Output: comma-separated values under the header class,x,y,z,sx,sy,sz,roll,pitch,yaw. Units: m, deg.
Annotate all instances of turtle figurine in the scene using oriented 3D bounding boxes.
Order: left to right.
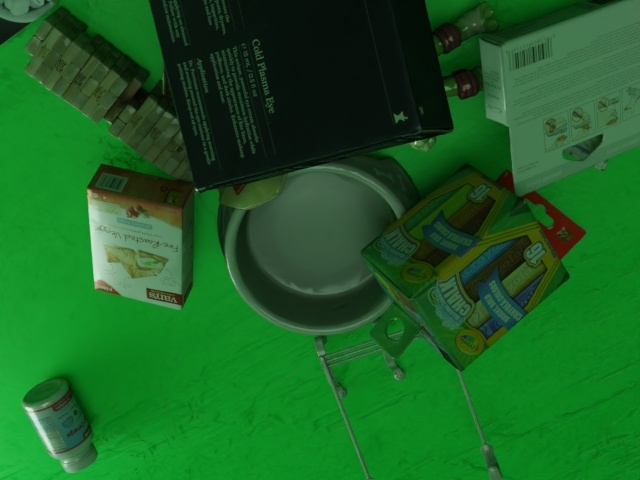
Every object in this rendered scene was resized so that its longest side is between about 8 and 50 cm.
class,x,y,z,sx,sy,sz,roll,pitch,yaw
turtle figurine,0.151,-0.244,1.540,0.266,0.198,0.275,-23,154,-7

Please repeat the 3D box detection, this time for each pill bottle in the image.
class,x,y,z,sx,sy,sz,roll,pitch,yaw
pill bottle,-0.461,0.333,1.892,0.087,0.087,0.160,-18,113,9

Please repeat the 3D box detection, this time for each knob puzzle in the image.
class,x,y,z,sx,sy,sz,roll,pitch,yaw
knob puzzle,-0.093,-0.126,1.633,0.030,0.213,0.213,22,116,-39

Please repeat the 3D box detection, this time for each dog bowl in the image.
class,x,y,z,sx,sy,sz,roll,pitch,yaw
dog bowl,0.000,0.000,1.725,0.348,0.102,0.349,0,114,1

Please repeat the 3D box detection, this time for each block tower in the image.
class,x,y,z,sx,sy,sz,roll,pitch,yaw
block tower,-0.296,-0.215,1.637,0.335,0.097,0.091,37,114,-13

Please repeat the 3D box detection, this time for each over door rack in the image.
class,x,y,z,sx,sy,sz,roll,pitch,yaw
over door rack,0.148,0.283,1.832,0.239,0.108,0.324,-19,92,9

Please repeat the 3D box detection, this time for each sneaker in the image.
class,x,y,z,sx,sy,sz,roll,pitch,yaw
sneaker,0.381,-0.183,1.660,0.190,0.071,0.083,20,107,-17

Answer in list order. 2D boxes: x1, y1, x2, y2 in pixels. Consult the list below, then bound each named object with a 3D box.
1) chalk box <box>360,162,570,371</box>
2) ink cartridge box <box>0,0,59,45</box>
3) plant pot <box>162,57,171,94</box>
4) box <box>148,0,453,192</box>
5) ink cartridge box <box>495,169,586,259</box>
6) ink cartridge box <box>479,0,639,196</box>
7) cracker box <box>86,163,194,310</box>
class,x,y,z,sx,sy,sz,roll,pitch,yaw
chalk box,0.193,0.058,1.608,0.289,0.180,0.179,-40,124,-6
ink cartridge box,-0.539,-0.385,1.593,0.208,0.045,0.206,-32,110,16
plant pot,-0.150,-0.297,1.568,0.165,0.167,0.167,1,115,-7
box,-0.029,-0.265,1.360,0.312,0.179,0.343,-12,92,22
ink cartridge box,0.301,0.028,1.759,0.189,0.066,0.232,36,114,-14
ink cartridge box,0.370,-0.221,1.575,0.275,0.060,0.239,-22,121,-22
cracker box,-0.286,-0.002,1.698,0.155,0.067,0.232,13,135,6
